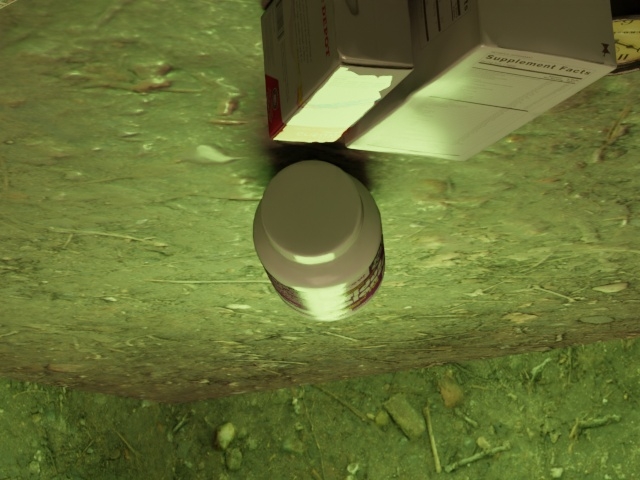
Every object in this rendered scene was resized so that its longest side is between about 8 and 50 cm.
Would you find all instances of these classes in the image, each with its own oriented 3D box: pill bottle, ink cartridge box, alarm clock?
[{"bbox_3d":[0.000,0.000,1.617,0.169,0.169,0.301,-4,165,4],"label":"pill bottle"},{"bbox_3d":[0.011,-0.176,1.074,0.072,0.127,0.175,2,164,-22],"label":"ink cartridge box"},{"bbox_3d":[0.272,-0.198,1.158,0.129,0.064,0.192,-2,161,-5],"label":"alarm clock"}]

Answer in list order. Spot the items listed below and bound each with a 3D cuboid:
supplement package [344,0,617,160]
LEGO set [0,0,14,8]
[{"bbox_3d":[0.131,-0.176,1.082,0.139,0.134,0.244,5,163,-25],"label":"supplement package"},{"bbox_3d":[-0.409,-0.217,1.037,0.182,0.060,0.244,-15,172,36],"label":"LEGO set"}]
